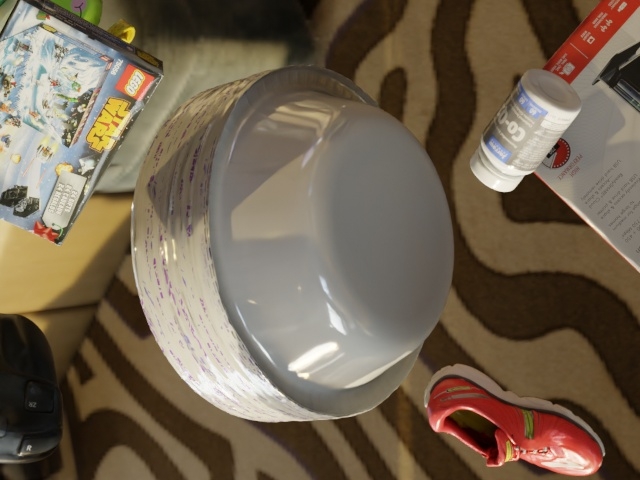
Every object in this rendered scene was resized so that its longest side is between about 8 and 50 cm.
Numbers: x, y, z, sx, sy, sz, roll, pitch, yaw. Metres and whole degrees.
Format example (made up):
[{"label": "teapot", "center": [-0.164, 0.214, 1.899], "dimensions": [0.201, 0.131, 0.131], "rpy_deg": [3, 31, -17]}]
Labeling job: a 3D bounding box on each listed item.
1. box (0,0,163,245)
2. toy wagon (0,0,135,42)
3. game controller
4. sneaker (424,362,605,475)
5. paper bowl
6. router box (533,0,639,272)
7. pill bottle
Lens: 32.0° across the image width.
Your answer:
[{"label": "box", "center": [-0.169, -0.072, 0.682], "dimensions": [0.137, 0.094, 0.027], "rpy_deg": [-54, 23, 21]}, {"label": "toy wagon", "center": [-0.301, -0.279, 0.981], "dimensions": [0.344, 0.068, 0.267], "rpy_deg": [45, 92, 13]}, {"label": "game controller", "center": [-0.354, 0.094, 0.845], "dimensions": [0.166, 0.319, 0.067], "rpy_deg": [51, 124, 57]}, {"label": "sneaker", "center": [0.272, 0.284, 1.592], "dimensions": [0.118, 0.279, 0.107], "rpy_deg": [-72, 6, -56]}, {"label": "paper bowl", "center": [0.000, 0.000, 0.893], "dimensions": [0.148, 0.284, 0.284], "rpy_deg": [-11, 86, 39]}, {"label": "router box", "center": [0.428, -0.161, 1.356], "dimensions": [0.335, 0.082, 0.301], "rpy_deg": [-50, 63, 16]}, {"label": "pill bottle", "center": [0.237, -0.127, 1.308], "dimensions": [0.078, 0.078, 0.137], "rpy_deg": [58, 135, 30]}]
